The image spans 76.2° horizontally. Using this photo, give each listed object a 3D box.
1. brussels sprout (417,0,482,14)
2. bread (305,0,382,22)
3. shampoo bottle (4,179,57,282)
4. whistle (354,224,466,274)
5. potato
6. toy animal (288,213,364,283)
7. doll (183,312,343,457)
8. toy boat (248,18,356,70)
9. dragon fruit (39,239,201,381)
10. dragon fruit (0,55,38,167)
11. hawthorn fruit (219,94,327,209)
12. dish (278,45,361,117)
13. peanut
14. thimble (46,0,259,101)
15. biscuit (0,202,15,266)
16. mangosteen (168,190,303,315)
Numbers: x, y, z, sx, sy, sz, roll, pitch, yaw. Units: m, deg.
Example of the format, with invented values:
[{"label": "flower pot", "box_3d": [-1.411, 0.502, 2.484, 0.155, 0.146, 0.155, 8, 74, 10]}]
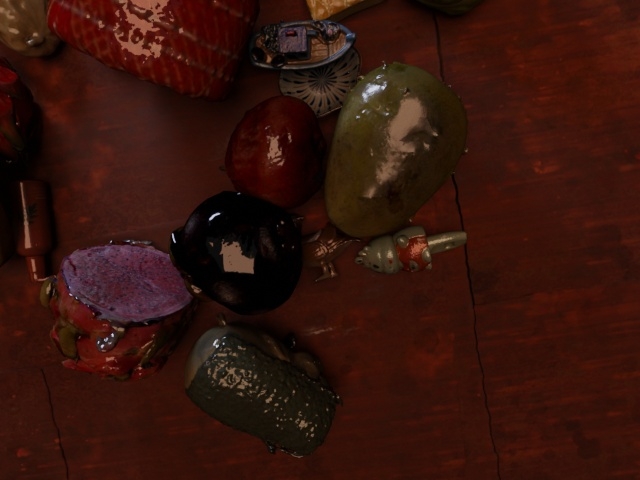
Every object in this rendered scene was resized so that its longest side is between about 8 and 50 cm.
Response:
[{"label": "brussels sprout", "box_3d": [0.270, -0.582, 0.833, 0.223, 0.161, 0.223, -1, 99, -4]}, {"label": "bread", "box_3d": [0.051, -0.560, 0.891, 0.189, 0.068, 0.125, -22, 94, 4]}, {"label": "shampoo bottle", "box_3d": [-0.683, -0.021, 0.969, 0.086, 0.085, 0.244, -6, 97, 3]}, {"label": "whistle", "box_3d": [0.201, 0.023, 0.925, 0.254, 0.102, 0.105, -13, 87, 8]}, {"label": "potato", "box_3d": [0.149, -0.169, 0.855, 0.270, 0.219, 0.358, 18, 106, -5]}, {"label": "toy animal", "box_3d": [0.000, 0.000, 0.943, 0.188, 0.089, 0.179, -24, 81, 15]}, {"label": "doll", "box_3d": [-0.122, 0.314, 0.910, 0.350, 0.247, 0.247, 35, 96, 2]}, {"label": "toy boat", "box_3d": [-0.037, -0.403, 0.832, 0.223, 0.097, 0.100, -2, 97, 9]}, {"label": "dragon fruit", "box_3d": [-0.448, 0.181, 0.887, 0.296, 0.314, 0.262, 30, 112, 8]}, {"label": "dragon fruit", "box_3d": [-0.749, -0.286, 0.893, 0.234, 0.233, 0.292, -18, 115, 4]}, {"label": "hawthorn fruit", "box_3d": [-0.112, -0.171, 0.878, 0.266, 0.210, 0.230, -11, 76, 35]}, {"label": "dish", "box_3d": [0.000, -0.365, 0.912, 0.191, 0.066, 0.190, 1, 95, 8]}, {"label": "peanut", "box_3d": [-0.692, -0.547, 0.886, 0.291, 0.143, 0.159, 47, 119, -3]}, {"label": "thimble", "box_3d": [-0.304, -0.435, 0.785, 0.350, 0.350, 0.230, 26, 108, 0]}, {"label": "biscuit", "box_3d": [-0.824, -0.104, 0.870, 0.351, 0.070, 0.394, 17, 129, 17]}, {"label": "mangosteen", "box_3d": [-0.177, 0.025, 0.848, 0.288, 0.287, 0.233, 11, 89, 1]}]
